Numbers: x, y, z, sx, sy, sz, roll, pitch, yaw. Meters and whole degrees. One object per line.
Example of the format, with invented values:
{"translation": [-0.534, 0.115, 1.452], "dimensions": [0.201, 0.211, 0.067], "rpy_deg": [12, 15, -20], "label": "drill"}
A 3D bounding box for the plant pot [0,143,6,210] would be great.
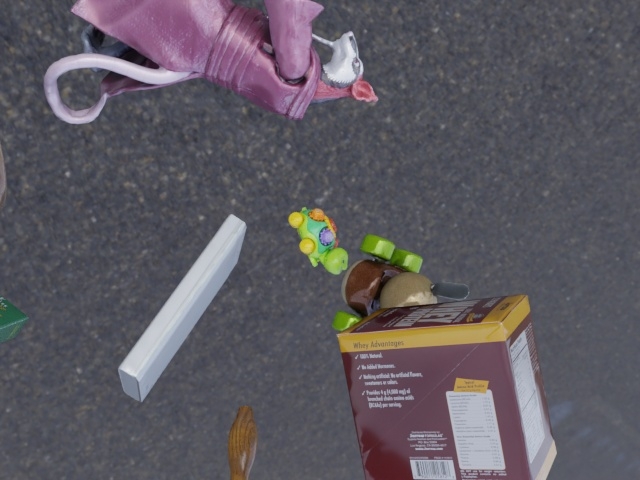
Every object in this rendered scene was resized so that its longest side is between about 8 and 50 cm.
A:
{"translation": [-0.515, -0.120, 0.817], "dimensions": [0.229, 0.263, 0.263], "rpy_deg": [-24, 146, -36], "label": "plant pot"}

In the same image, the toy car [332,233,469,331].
{"translation": [0.136, 0.093, 1.108], "dimensions": [0.149, 0.188, 0.155], "rpy_deg": [25, 84, -43], "label": "toy car"}

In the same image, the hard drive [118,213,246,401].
{"translation": [-0.231, 0.118, 1.253], "dimensions": [0.308, 0.040, 0.203], "rpy_deg": [-58, 178, -25], "label": "hard drive"}

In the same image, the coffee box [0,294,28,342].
{"translation": [-0.465, 0.096, 0.927], "dimensions": [0.040, 0.113, 0.184], "rpy_deg": [-54, 177, 11], "label": "coffee box"}

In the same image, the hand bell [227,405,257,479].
{"translation": [-0.102, 0.322, 0.930], "dimensions": [0.126, 0.242, 0.126], "rpy_deg": [1, 141, 1], "label": "hand bell"}

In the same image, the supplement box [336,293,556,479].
{"translation": [0.145, 0.176, 0.838], "dimensions": [0.191, 0.194, 0.129], "rpy_deg": [-9, -176, 28], "label": "supplement box"}

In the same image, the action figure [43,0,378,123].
{"translation": [-0.106, -0.230, 0.870], "dimensions": [0.248, 0.370, 0.276], "rpy_deg": [114, 0, -68], "label": "action figure"}

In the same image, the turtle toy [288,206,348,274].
{"translation": [0.000, 0.000, 1.235], "dimensions": [0.066, 0.130, 0.095], "rpy_deg": [-25, 165, 4], "label": "turtle toy"}
